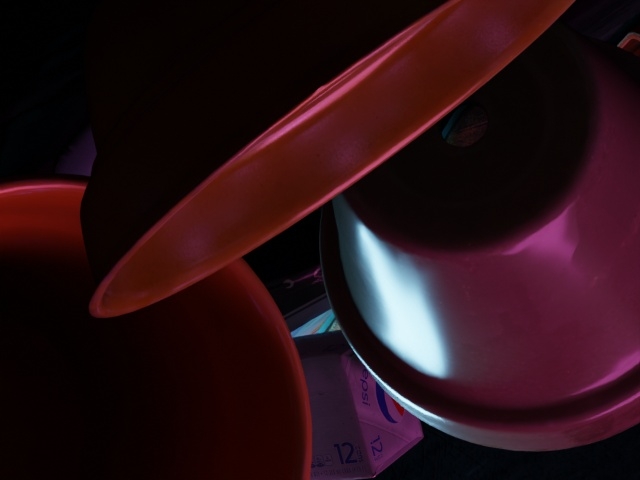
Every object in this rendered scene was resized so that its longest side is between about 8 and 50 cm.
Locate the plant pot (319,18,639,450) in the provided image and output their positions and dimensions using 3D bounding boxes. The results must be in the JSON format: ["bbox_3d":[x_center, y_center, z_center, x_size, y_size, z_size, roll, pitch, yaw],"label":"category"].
[{"bbox_3d":[0.104,-0.025,1.034,0.263,0.263,0.229,-36,157,4],"label":"plant pot"}]

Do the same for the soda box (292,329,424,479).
[{"bbox_3d":[-0.070,0.136,1.388,0.286,0.098,0.091,-11,-172,32],"label":"soda box"}]

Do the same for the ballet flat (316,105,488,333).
[{"bbox_3d":[0.095,0.035,1.500,0.123,0.123,0.348,-27,153,-55],"label":"ballet flat"}]

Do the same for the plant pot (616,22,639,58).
[{"bbox_3d":[0.440,-0.154,1.820,0.236,0.267,0.267,-47,178,-17],"label":"plant pot"}]

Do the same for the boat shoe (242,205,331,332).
[{"bbox_3d":[0.000,0.000,1.365,0.228,0.080,0.076,-29,134,-13],"label":"boat shoe"}]

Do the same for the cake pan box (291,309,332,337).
[{"bbox_3d":[-0.059,0.077,1.633,0.267,0.070,0.246,-32,171,-27],"label":"cake pan box"}]

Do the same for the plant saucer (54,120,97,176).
[{"bbox_3d":[-0.062,-0.055,0.797,0.119,0.021,0.119,-35,174,-4],"label":"plant saucer"}]

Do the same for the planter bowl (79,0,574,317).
[{"bbox_3d":[-0.012,-0.072,0.612,0.217,0.090,0.217,-35,173,-5],"label":"planter bowl"}]

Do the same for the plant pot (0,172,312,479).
[{"bbox_3d":[-0.132,0.083,0.752,0.205,0.205,0.188,-33,-171,-22],"label":"plant pot"}]
